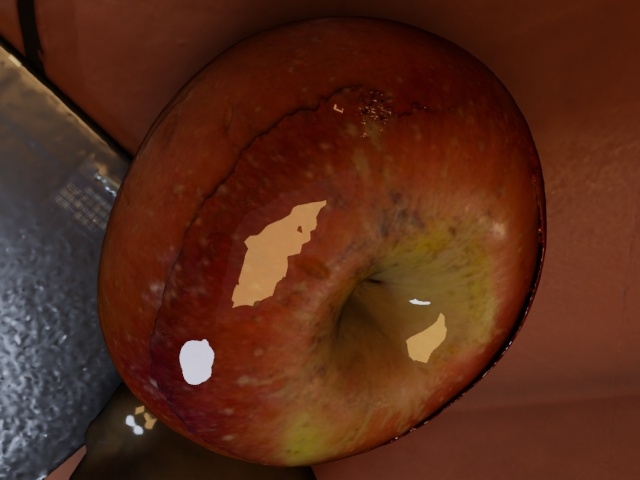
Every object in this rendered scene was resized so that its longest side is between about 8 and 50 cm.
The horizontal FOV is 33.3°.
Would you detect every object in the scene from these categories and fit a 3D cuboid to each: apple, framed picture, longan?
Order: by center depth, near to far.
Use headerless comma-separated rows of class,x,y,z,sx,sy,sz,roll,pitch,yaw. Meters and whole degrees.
apple,0.000,0.000,0.632,0.252,0.206,0.271,7,114,-28
longan,-0.093,0.185,0.736,0.185,0.159,0.204,-16,110,11
framed picture,-0.244,0.056,0.742,0.339,0.014,0.255,-41,113,14
